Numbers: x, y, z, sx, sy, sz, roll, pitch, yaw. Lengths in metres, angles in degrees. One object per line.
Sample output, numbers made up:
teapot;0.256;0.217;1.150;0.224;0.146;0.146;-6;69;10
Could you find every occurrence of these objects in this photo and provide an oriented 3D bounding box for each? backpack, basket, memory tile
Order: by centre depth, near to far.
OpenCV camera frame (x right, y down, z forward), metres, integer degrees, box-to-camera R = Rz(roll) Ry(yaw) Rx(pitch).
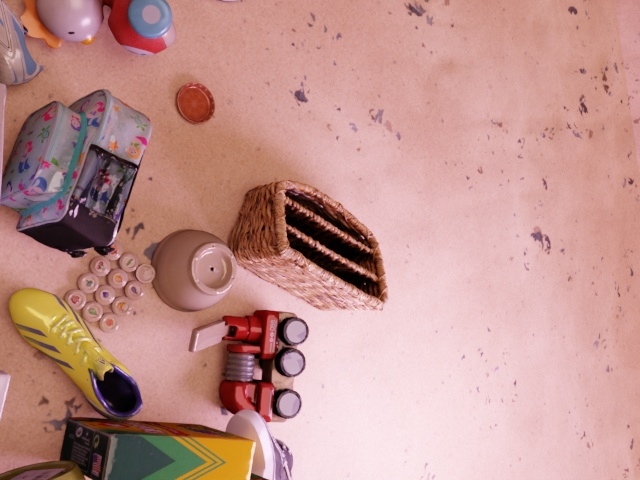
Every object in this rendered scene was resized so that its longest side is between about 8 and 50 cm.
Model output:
backpack;-0.396;-0.124;1.147;0.191;0.225;0.254;36;61;-35
memory tile;-0.377;0.083;1.263;0.113;0.012;0.148;41;66;-23
basket;0.000;0.000;1.437;0.299;0.223;0.214;31;68;-30

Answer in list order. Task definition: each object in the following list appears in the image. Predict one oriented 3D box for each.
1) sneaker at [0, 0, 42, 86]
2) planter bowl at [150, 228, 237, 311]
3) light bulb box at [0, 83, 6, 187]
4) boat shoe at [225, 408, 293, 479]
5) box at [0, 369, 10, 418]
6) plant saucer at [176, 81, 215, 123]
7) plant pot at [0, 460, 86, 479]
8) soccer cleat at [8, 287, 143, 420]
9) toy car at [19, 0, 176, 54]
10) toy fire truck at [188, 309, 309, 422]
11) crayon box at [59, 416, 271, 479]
sneaker;-0.541;-0.369;1.153;0.086;0.085;0.237;-38;108;-52
planter bowl;-0.225;0.054;1.331;0.162;0.109;0.162;5;82;-37
light bulb box;-0.589;-0.044;0.854;0.360;0.225;0.358;6;40;-27
boat shoe;-0.102;0.431;1.358;0.102;0.108;0.301;-35;127;-40
box;-0.601;0.338;0.981;0.215;0.168;0.346;17;76;-35
plant saucer;-0.250;-0.274;1.402;0.083;0.013;0.084;5;82;-37
plant pot;-0.413;0.494;1.047;0.274;0.274;0.294;-6;88;-38
soccer cleat;-0.400;0.188;1.177;0.093;0.121;0.289;-47;113;-30
toy car;-0.395;-0.396;1.222;0.237;0.219;0.210;-27;105;-6
toy fire truck;-0.154;0.237;1.357;0.246;0.158;0.217;10;80;-25
crayon box;-0.259;0.367;1.220;0.318;0.202;0.081;16;77;-37
